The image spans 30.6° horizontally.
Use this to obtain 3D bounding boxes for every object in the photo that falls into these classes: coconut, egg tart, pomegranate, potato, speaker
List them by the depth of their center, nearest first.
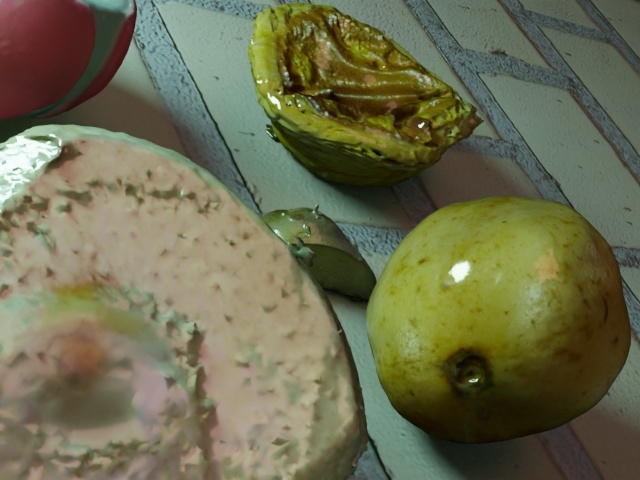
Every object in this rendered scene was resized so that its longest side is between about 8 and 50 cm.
[{"bbox_3d":[-0.197,0.135,0.826,0.405,0.404,0.404,24,34,-17],"label":"coconut"},{"bbox_3d":[-0.342,-0.266,1.267,0.294,0.294,0.294,24,34,-17],"label":"speaker"},{"bbox_3d":[0.188,0.089,1.279,0.307,0.307,0.307,24,34,-17],"label":"pomegranate"},{"bbox_3d":[0.000,0.000,1.394,0.172,0.089,0.100,16,35,-24],"label":"potato"},{"bbox_3d":[0.036,-0.190,1.612,0.339,0.153,0.351,36,33,2],"label":"egg tart"}]
